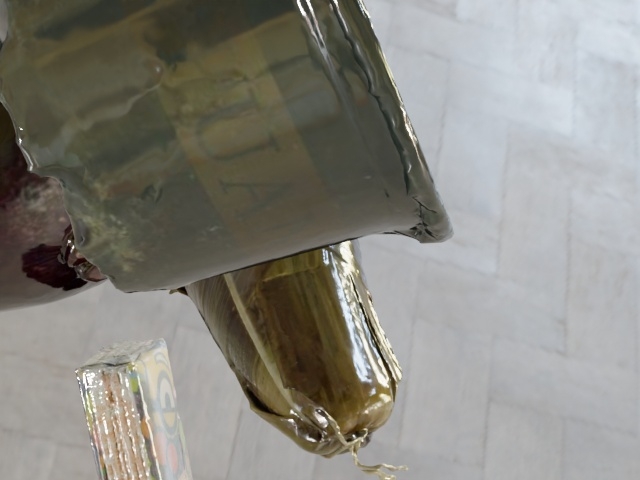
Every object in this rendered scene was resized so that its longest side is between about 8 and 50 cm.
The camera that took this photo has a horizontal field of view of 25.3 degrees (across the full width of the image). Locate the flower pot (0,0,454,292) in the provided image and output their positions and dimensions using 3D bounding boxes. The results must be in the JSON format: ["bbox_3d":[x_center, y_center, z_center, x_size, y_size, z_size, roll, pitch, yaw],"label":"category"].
[{"bbox_3d":[-0.036,-0.055,0.437,0.107,0.157,0.157,-21,56,5],"label":"flower pot"}]

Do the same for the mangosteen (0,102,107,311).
[{"bbox_3d":[-0.285,-0.145,1.145,0.382,0.382,0.435,-33,65,-34],"label":"mangosteen"}]

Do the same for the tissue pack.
[{"bbox_3d":[-0.148,0.161,1.170,0.060,0.108,0.148,-10,96,10],"label":"tissue pack"}]

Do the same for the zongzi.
[{"bbox_3d":[0.000,0.000,0.731,0.084,0.184,0.187,2,32,-33],"label":"zongzi"}]
